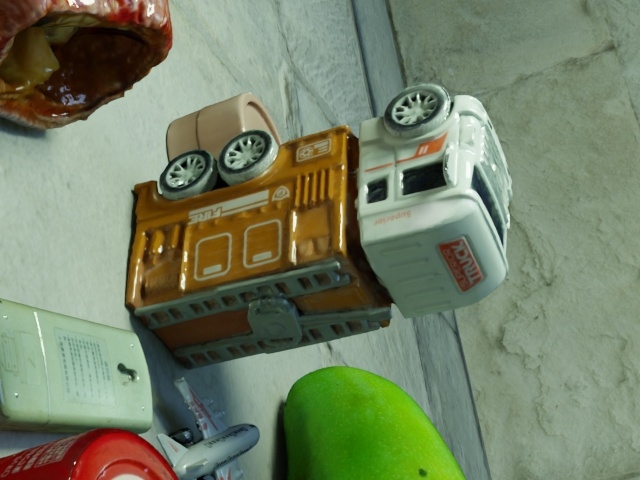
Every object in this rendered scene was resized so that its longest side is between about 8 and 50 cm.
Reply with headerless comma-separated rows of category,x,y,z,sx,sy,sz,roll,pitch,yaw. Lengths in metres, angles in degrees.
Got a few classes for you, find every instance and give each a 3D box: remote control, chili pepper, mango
remote control,-0.208,0.108,0.789,0.233,0.038,0.098,32,43,-68
chili pepper,-0.229,-0.266,0.800,0.251,0.229,0.305,-126,-164,-87
mango,0.057,0.307,1.151,0.201,0.225,0.382,29,22,-45

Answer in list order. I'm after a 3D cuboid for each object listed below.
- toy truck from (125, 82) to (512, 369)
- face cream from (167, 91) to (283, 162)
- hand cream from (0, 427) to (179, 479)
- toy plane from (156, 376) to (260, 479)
toy truck,0.000,0.000,0.990,0.173,0.388,0.206,57,27,-43
face cream,-0.112,-0.101,1.219,0.149,0.104,0.149,-19,90,-74
hand cream,-0.167,0.227,0.639,0.193,0.125,0.193,58,20,-34
toy plane,-0.108,0.211,0.961,0.171,0.066,0.162,-1,73,-76
